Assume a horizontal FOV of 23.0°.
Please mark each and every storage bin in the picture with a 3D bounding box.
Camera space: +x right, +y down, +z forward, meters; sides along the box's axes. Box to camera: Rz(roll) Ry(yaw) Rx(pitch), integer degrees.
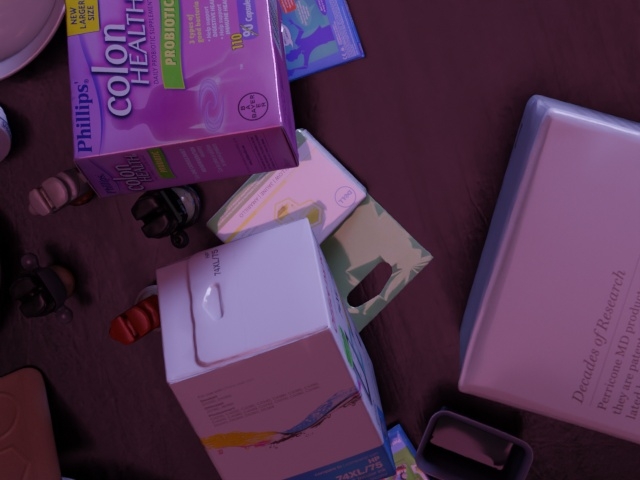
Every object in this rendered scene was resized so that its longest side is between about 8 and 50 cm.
[{"bbox_3d":[0.189,0.265,1.963,0.135,0.091,0.098,22,99,2],"label":"storage bin"}]

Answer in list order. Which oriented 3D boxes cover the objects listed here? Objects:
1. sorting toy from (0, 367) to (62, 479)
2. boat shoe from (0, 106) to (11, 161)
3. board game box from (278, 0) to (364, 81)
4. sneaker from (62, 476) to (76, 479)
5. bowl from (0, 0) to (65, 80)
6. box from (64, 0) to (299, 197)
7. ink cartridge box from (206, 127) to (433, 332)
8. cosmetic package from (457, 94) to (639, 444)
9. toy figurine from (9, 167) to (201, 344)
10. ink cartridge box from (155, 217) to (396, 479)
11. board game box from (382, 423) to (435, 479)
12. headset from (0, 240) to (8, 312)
[{"bbox_3d":[-0.435,0.278,1.997,0.208,0.038,0.193,-21,56,5],"label":"sorting toy"},{"bbox_3d":[-0.514,-0.115,1.956,0.258,0.084,0.095,-9,127,-9],"label":"boat shoe"},{"bbox_3d":[-0.070,-0.267,1.933,0.210,0.047,0.160,-18,96,6],"label":"board game box"},{"bbox_3d":[-0.247,0.385,1.983,0.305,0.152,0.114,10,97,2],"label":"sneaker"},{"bbox_3d":[-0.430,-0.334,1.908,0.298,0.134,0.298,1,98,4],"label":"bowl"},{"bbox_3d":[-0.161,-0.184,1.825,0.243,0.117,0.213,-9,68,6],"label":"box"},{"bbox_3d":[0.000,0.000,1.962,0.235,0.056,0.171,45,98,0],"label":"ink cartridge box"},{"bbox_3d":[0.388,0.043,1.799,0.394,0.329,0.327,16,99,3],"label":"cosmetic package"},{"bbox_3d":[-0.264,0.013,1.943,0.209,0.148,0.213,11,100,9],"label":"toy figurine"},{"bbox_3d":[-0.053,0.154,1.854,0.197,0.198,0.270,-19,132,6],"label":"ink cartridge box"},{"bbox_3d":[0.090,0.366,2.011,0.160,0.039,0.211,-33,95,8],"label":"board game box"},{"bbox_3d":[-0.553,0.117,2.000,0.243,0.185,0.394,29,84,4],"label":"headset"}]
